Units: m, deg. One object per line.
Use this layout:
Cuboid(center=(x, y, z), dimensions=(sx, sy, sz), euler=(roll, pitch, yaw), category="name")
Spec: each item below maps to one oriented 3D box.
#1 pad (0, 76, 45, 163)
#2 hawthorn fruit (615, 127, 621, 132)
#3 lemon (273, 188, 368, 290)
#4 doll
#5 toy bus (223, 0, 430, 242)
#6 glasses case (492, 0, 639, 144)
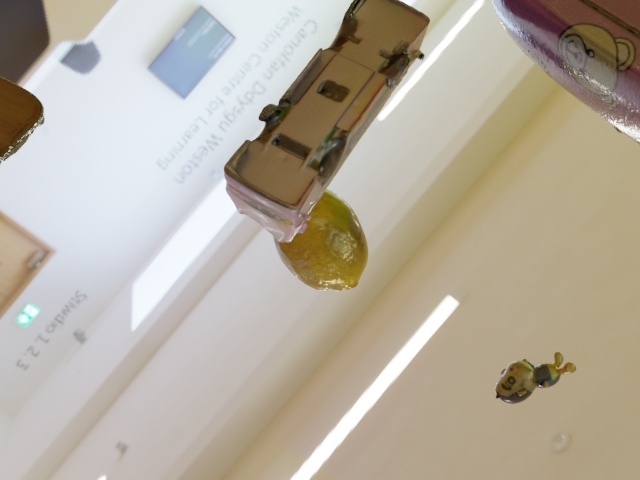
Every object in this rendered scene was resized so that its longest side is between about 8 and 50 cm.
Cuboid(center=(-0.406, -0.103, 0.550), dimensions=(0.018, 0.287, 0.284), euler=(-57, -171, 41), category="pad")
Cuboid(center=(0.445, -0.206, 0.818), dimensions=(0.251, 0.189, 0.189), euler=(11, -128, 20), category="hawthorn fruit")
Cuboid(center=(0.000, 0.000, 1.296), dimensions=(0.170, 0.207, 0.170), euler=(-30, -177, 2), category="lemon")
Cuboid(center=(0.454, 0.294, 1.524), dimensions=(0.179, 0.089, 0.102), euler=(-30, -155, -3), category="doll")
Cuboid(center=(0.010, -0.124, 0.702), dimensions=(0.274, 0.090, 0.112), euler=(-56, 172, -25), category="toy bus")
Cuboid(center=(0.260, -0.145, 0.594), dimensions=(0.076, 0.123, 0.316), euler=(-43, -122, 5), category="glasses case")
